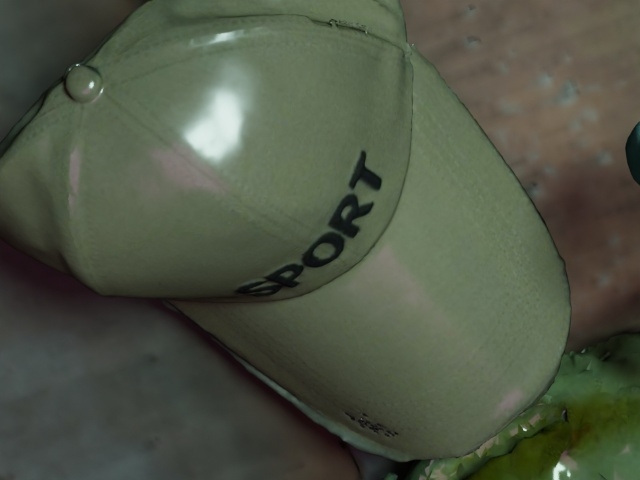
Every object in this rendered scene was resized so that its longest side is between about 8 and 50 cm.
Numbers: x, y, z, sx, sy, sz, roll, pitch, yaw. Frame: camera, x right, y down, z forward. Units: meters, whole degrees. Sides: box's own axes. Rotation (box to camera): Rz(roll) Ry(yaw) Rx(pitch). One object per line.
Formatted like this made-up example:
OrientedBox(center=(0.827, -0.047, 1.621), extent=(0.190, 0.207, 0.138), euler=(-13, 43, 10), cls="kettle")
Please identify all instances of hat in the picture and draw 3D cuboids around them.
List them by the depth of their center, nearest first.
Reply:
OrientedBox(center=(0.000, 0.000, 0.503), extent=(0.175, 0.085, 0.147), euler=(44, 106, -11), cls="hat")

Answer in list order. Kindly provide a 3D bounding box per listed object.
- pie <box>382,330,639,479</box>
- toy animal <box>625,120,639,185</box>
OrientedBox(center=(0.125, 0.176, 0.598), extent=(0.302, 0.067, 0.302), euler=(0, 114, 1), cls="pie")
OrientedBox(center=(0.191, -0.018, 0.493), extent=(0.208, 0.100, 0.103), euler=(-17, 75, -6), cls="toy animal")
